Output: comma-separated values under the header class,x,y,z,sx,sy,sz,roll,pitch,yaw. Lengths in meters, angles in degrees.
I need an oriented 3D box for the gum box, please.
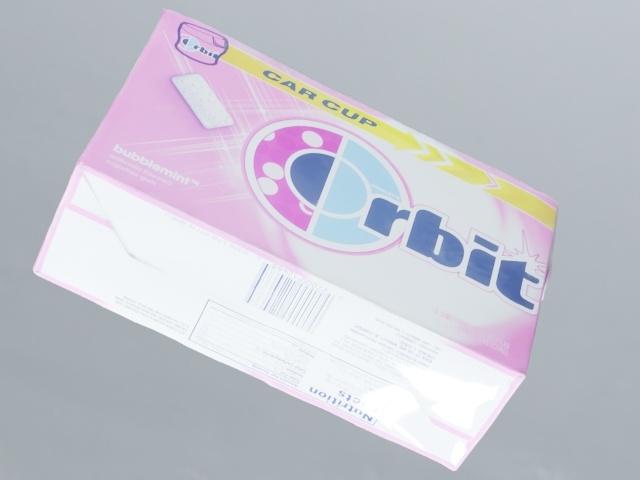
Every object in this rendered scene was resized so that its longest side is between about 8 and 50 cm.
class,x,y,z,sx,sy,sz,roll,pitch,yaw
gum box,0.000,0.000,0.677,0.188,0.107,0.062,26,131,-5
